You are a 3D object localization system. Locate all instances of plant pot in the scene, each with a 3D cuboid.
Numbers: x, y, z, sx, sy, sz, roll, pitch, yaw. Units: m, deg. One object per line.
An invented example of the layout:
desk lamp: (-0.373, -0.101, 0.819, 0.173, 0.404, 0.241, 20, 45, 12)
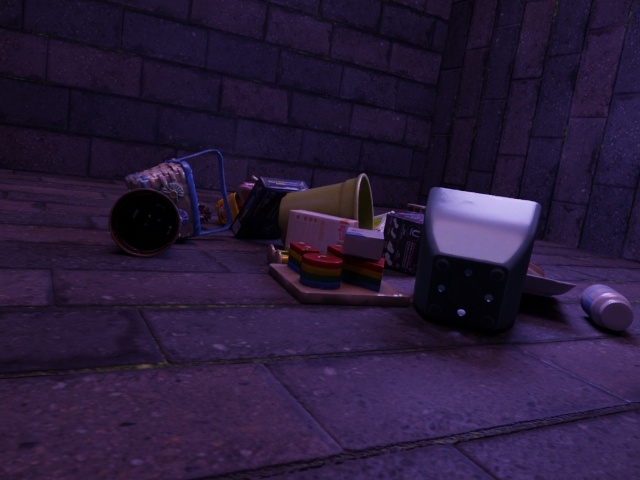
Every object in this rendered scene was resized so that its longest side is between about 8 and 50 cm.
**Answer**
plant pot: (-0.439, -0.046, 1.338, 0.167, 0.167, 0.165, 6, 1, -13)
plant pot: (0.319, 0.054, 1.118, 0.247, 0.248, 0.252, 11, 26, 17)
plant pot: (0.017, -0.060, 1.605, 0.253, 0.276, 0.276, -2, 6, 15)

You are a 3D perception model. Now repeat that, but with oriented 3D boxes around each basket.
basket: (-0.404, -0.119, 1.547, 0.289, 0.255, 0.201, -23, 23, -38)

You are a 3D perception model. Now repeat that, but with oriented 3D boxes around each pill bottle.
pill bottle: (0.674, 0.159, 1.232, 0.087, 0.087, 0.160, 10, 9, 13)

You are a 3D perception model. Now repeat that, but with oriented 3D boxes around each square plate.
square plate: (0.467, 0.100, 1.398, 0.344, 0.049, 0.347, 11, -1, 18)

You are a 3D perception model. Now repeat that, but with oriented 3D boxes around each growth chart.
growth chart: (0.168, -0.030, 1.812, 0.172, 0.021, 0.237, -19, 21, 30)

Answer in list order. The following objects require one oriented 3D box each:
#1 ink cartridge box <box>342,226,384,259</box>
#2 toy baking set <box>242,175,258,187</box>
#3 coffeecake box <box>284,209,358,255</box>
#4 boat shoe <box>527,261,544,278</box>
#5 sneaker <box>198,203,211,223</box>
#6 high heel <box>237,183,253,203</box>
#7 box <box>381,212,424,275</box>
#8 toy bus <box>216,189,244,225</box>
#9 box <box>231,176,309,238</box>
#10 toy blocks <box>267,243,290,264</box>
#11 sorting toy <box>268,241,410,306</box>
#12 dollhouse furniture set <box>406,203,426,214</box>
ink cartridge box: (0.099, 0.005, 1.214, 0.088, 0.052, 0.122, 9, 8, 4)
toy baking set: (-0.188, -0.121, 1.922, 0.256, 0.197, 0.030, 28, -40, -34)
coffeecake box: (0.000, 0.000, 1.455, 0.185, 0.142, 0.068, 13, 10, 25)
boat shoe: (0.531, 0.030, 1.581, 0.324, 0.116, 0.123, 27, -23, -1)
sneaker: (-0.493, -0.080, 1.791, 0.225, 0.088, 0.092, 5, -11, -24)
high heel: (-0.188, -0.141, 1.856, 0.244, 0.082, 0.117, 32, 33, -22)
box: (0.303, 0.007, 1.633, 0.142, 0.163, 0.247, 18, 12, 32)
toy bus: (-0.317, -0.115, 1.983, 0.211, 0.149, 0.220, -2, 5, 29)
box: (-0.165, -0.101, 1.723, 0.183, 0.233, 0.059, 1, 48, -42)
toy blocks: (-0.055, 0.048, 1.385, 0.148, 0.054, 0.123, 5, 10, -21)
sorting toy: (0.040, 0.069, 1.214, 0.257, 0.089, 0.255, 5, 9, -22)
dollhouse furniture set: (0.275, -0.039, 1.838, 0.129, 0.184, 0.129, 3, 10, -35)
